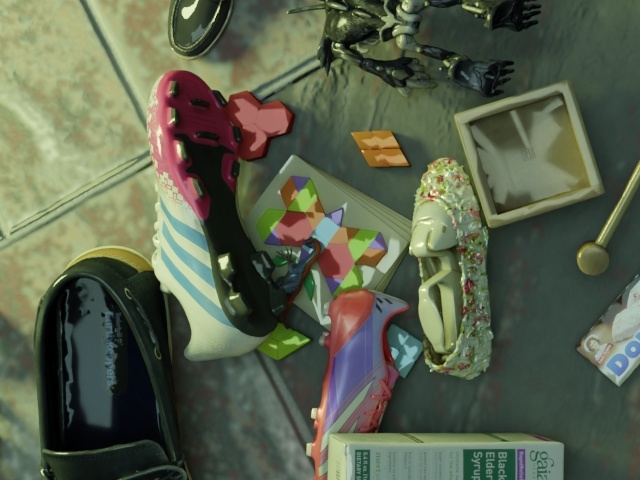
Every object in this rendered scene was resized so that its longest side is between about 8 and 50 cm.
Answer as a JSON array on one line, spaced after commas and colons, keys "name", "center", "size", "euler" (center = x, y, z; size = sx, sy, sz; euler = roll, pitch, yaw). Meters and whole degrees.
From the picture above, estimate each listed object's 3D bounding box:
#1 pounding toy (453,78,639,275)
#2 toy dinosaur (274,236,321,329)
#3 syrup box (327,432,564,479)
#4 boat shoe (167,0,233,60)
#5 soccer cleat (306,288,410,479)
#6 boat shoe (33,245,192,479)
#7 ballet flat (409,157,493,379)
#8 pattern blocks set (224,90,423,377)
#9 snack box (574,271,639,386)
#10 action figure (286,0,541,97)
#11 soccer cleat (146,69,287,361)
[{"name": "pounding toy", "center": [0.259, -0.064, 1.678], "size": [0.181, 0.094, 0.206], "euler": [-17, 93, 5]}, {"name": "toy dinosaur", "center": [-0.028, 0.037, 1.737], "size": [0.082, 0.047, 0.090], "euler": [-30, 115, 0]}, {"name": "syrup box", "center": [0.130, 0.252, 1.642], "size": [0.237, 0.096, 0.093], "euler": [1, 89, -10]}, {"name": "boat shoe", "center": [-0.129, -0.307, 1.778], "size": [0.075, 0.065, 0.206], "euler": [22, 92, 12]}, {"name": "soccer cleat", "center": [0.041, 0.175, 1.701], "size": [0.095, 0.083, 0.248], "euler": [5, 97, 8]}, {"name": "boat shoe", "center": [-0.227, 0.253, 1.727], "size": [0.187, 0.156, 0.500], "euler": [-6, 87, 9]}, {"name": "ballet flat", "center": [0.134, 0.032, 1.672], "size": [0.091, 0.077, 0.241], "euler": [-11, 87, 47]}, {"name": "pattern blocks set", "center": [0.000, 0.000, 1.757], "size": [0.325, 0.026, 0.285], "euler": [22, 92, 11]}, {"name": "snack box", "center": [0.354, 0.069, 1.682], "size": [0.064, 0.022, 0.178], "euler": [41, 95, 9]}, {"name": "action figure", "center": [0.098, -0.234, 1.697], "size": [0.276, 0.141, 0.164], "euler": [24, 101, 38]}, {"name": "soccer cleat", "center": [-0.145, -0.023, 1.723], "size": [0.143, 0.116, 0.331], "euler": [-32, 66, 39]}]
